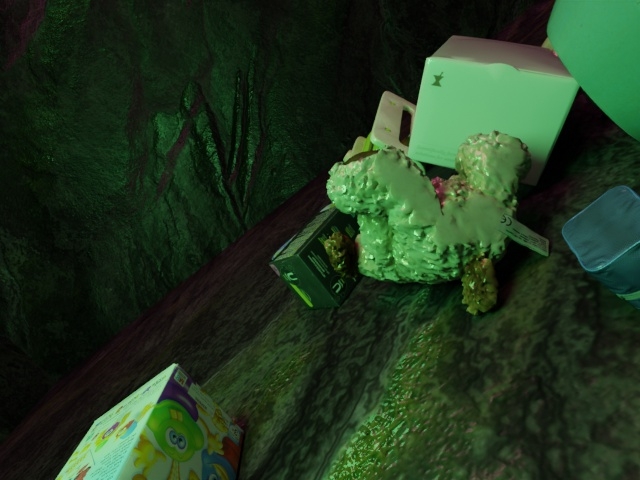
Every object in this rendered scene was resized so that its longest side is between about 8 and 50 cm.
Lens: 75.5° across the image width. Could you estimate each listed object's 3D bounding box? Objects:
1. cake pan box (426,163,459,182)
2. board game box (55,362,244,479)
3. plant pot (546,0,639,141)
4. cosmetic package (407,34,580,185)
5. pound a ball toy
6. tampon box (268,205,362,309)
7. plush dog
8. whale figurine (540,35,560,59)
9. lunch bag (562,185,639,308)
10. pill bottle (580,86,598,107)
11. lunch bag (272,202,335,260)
[{"bbox_3d":[0.234,-0.156,0.909,0.267,0.070,0.245,-31,19,25],"label":"cake pan box"},{"bbox_3d":[-0.191,0.284,0.420,0.144,0.142,0.275,-36,14,7],"label":"board game box"},{"bbox_3d":[0.377,-0.233,0.389,0.235,0.293,0.293,-43,7,47],"label":"plant pot"},{"bbox_3d":[0.282,-0.245,0.703,0.365,0.197,0.155,-54,-24,-53],"label":"cosmetic package"},{"bbox_3d":[0.125,-0.149,0.826,0.208,0.136,0.319,-58,7,36],"label":"pound a ball toy"},{"bbox_3d":[0.012,0.029,0.764,0.102,0.120,0.161,-19,24,52],"label":"tampon box"},{"bbox_3d":[0.133,-0.005,0.549,0.263,0.210,0.225,-13,-8,-16],"label":"plush dog"},{"bbox_3d":[0.527,-0.383,0.836,0.216,0.141,0.272,-47,-8,-27],"label":"whale figurine"},{"bbox_3d":[0.259,0.005,0.347,0.067,0.065,0.098,-48,8,31],"label":"lunch bag"},{"bbox_3d":[0.501,-0.314,0.553,0.283,0.160,0.160,-22,22,49],"label":"pill bottle"},{"bbox_3d":[0.000,0.000,0.948,0.219,0.090,0.176,-43,16,-17],"label":"lunch bag"}]
